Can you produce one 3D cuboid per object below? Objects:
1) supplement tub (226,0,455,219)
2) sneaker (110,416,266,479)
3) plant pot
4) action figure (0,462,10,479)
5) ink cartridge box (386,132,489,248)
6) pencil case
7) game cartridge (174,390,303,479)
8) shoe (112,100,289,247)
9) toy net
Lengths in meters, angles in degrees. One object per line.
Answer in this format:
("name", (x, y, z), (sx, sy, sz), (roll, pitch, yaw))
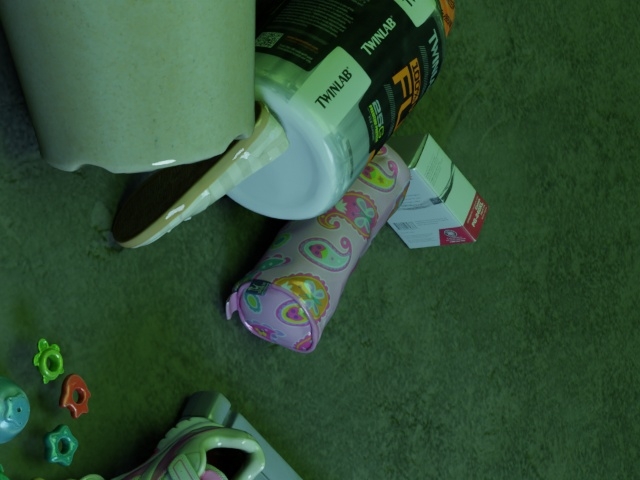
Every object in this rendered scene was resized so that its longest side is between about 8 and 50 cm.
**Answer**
("supplement tub", (0.011, -0.196, 2.059), (0.338, 0.207, 0.207), (-52, 123, -38))
("sneaker", (-0.150, 0.262, 1.812), (0.252, 0.111, 0.103), (-46, 111, -39))
("plant pot", (-0.193, -0.240, 1.783), (0.334, 0.334, 0.305), (-27, 117, -47))
("action figure", (-0.348, 0.294, 1.693), (0.137, 0.063, 0.232), (35, 64, -39))
("ink cartridge box", (0.123, -0.062, 2.245), (0.150, 0.109, 0.063), (48, 53, -34))
("pencil case", (0.000, 0.000, 2.094), (0.124, 0.124, 0.284), (56, 49, -29))
("game cartridge", (-0.077, 0.364, 2.004), (0.355, 0.068, 0.230), (51, 55, -32))
("shoe", (-0.126, -0.058, 1.904), (0.058, 0.219, 0.076), (44, 12, -38))
("toy net", (-0.266, 0.219, 1.816), (0.122, 0.045, 0.232), (-50, 123, -42))
